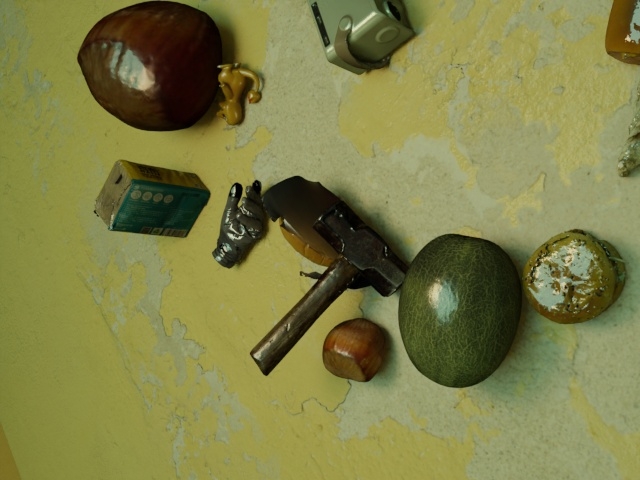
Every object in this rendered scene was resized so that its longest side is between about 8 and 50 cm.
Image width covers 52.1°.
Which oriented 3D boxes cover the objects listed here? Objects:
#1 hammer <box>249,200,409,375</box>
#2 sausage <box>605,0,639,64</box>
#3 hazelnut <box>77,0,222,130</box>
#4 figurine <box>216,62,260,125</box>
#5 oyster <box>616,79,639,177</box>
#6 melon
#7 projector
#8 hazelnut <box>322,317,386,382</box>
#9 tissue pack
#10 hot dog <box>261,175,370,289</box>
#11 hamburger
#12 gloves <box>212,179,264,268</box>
[{"bbox_3d":[-0.009,0.131,1.482,0.242,0.095,0.409,43,88,3],"label":"hammer"},{"bbox_3d":[0.590,-0.477,1.151,0.112,0.112,0.328,18,98,39],"label":"sausage"},{"bbox_3d":[-0.470,-0.506,1.883,0.421,0.352,0.420,-20,39,18],"label":"hazelnut"},{"bbox_3d":[-0.229,-0.407,1.843,0.123,0.121,0.176,16,115,12],"label":"figurine"},{"bbox_3d":[0.589,-0.213,1.167,0.106,0.061,0.199,4,91,39],"label":"oyster"},{"bbox_3d":[0.272,0.139,1.302,0.238,0.238,0.301,13,98,39],"label":"melon"},{"bbox_3d":[0.092,-0.519,1.526,0.177,0.164,0.242,-31,65,36],"label":"projector"},{"bbox_3d":[0.082,0.257,1.539,0.150,0.150,0.150,-2,88,40],"label":"hazelnut"},{"bbox_3d":[-0.495,-0.121,1.929,0.134,0.271,0.192,50,117,34],"label":"tissue pack"},{"bbox_3d":[0.004,-0.005,1.587,0.194,0.107,0.326,-32,85,-7],"label":"hot dog"},{"bbox_3d":[0.474,0.064,1.219,0.186,0.113,0.176,-20,75,38],"label":"hamburger"},{"bbox_3d":[-0.223,-0.051,1.802,0.142,0.119,0.285,43,129,20],"label":"gloves"}]
